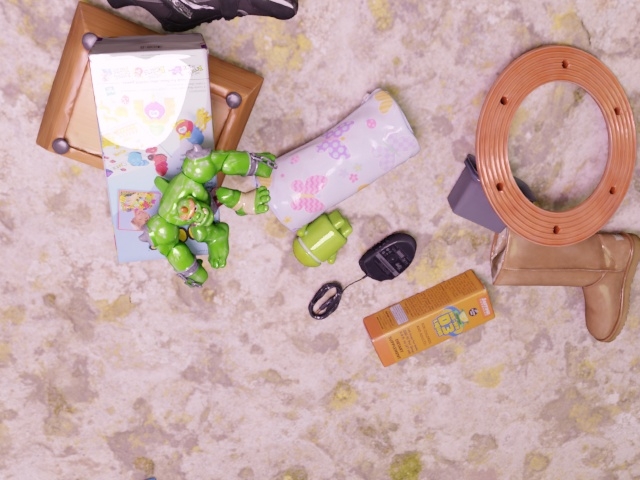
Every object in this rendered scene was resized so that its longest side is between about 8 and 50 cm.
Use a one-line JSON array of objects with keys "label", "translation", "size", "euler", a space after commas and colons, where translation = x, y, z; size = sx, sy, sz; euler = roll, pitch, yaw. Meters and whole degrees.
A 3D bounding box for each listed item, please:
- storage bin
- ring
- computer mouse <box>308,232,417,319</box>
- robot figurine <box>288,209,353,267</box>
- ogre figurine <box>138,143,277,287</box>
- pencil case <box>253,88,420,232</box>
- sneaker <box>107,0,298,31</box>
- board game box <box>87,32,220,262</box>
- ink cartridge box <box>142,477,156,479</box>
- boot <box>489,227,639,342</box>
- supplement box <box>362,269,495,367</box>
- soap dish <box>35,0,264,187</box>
[{"label": "storage bin", "translation": [0.296, -0.072, 1.242], "size": [0.135, 0.098, 0.091], "euler": [21, 119, -18]}, {"label": "ring", "translation": [0.399, -0.158, 1.197], "size": [0.337, 0.032, 0.336], "euler": [-2, 96, -22]}, {"label": "computer mouse", "translation": [0.073, 0.064, 1.294], "size": [0.242, 0.041, 0.071], "euler": [-35, 117, 14]}, {"label": "robot figurine", "translation": [0.000, 0.000, 1.229], "size": [0.115, 0.067, 0.101], "euler": [-41, 126, 10]}, {"label": "ogre figurine", "translation": [-0.147, -0.038, 0.886], "size": [0.118, 0.097, 0.197], "euler": [24, 122, -41]}, {"label": "pencil case", "translation": [0.027, -0.129, 1.151], "size": [0.273, 0.113, 0.124], "euler": [-33, 106, 5]}, {"label": "sneaker", "translation": [-0.177, -0.359, 1.031], "size": [0.283, 0.107, 0.124], "euler": [16, 125, -13]}, {"label": "board game box", "translation": [-0.217, -0.128, 0.957], "size": [0.144, 0.142, 0.275], "euler": [-5, 114, -10]}, {"label": "ink cartridge box", "translation": [-0.381, 0.528, 1.388], "size": [0.122, 0.088, 0.052], "euler": [-11, 118, -5]}, {"label": "boot", "translation": [0.450, 0.077, 1.342], "size": [0.270, 0.089, 0.236], "euler": [3, 104, -11]}, {"label": "supplement box", "translation": [0.204, 0.146, 1.328], "size": [0.233, 0.080, 0.078], "euler": [-26, 118, 0]}, {"label": "soap dish", "translation": [-0.257, -0.191, 1.067], "size": [0.291, 0.118, 0.229], "euler": [19, 109, -17]}]
